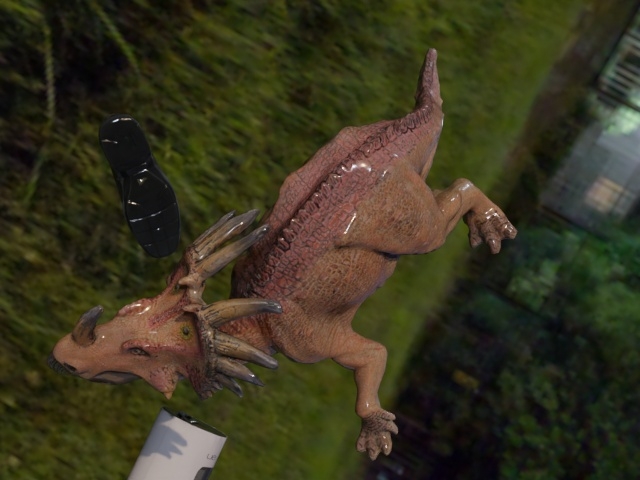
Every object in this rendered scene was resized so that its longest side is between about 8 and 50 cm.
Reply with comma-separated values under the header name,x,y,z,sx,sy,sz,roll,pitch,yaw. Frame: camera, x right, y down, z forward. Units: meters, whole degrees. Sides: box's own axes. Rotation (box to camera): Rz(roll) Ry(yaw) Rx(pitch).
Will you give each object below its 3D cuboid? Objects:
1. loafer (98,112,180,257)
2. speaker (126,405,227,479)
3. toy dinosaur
name,x,y,z,sx,sy,sz,roll,pitch,yaw
loafer,-0.198,-0.063,1.327,0.061,0.062,0.170,-132,-154,-71
speaker,-0.120,0.191,0.868,0.055,0.055,0.136,73,42,-83
toy dinosaur,0.000,0.000,0.700,0.295,0.127,0.200,-56,144,-3
